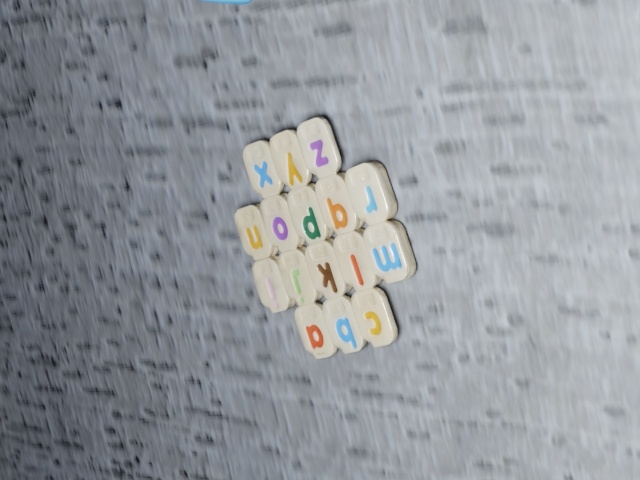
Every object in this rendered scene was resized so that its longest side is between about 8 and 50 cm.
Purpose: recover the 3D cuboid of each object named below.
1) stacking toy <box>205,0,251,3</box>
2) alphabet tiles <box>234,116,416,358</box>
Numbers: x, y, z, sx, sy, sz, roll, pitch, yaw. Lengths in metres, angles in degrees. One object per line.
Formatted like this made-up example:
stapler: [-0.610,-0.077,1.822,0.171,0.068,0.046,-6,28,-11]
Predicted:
stacking toy: [-0.056,-0.392,1.530,0.302,0.165,0.175,-25,76,36]
alphabet tiles: [0.000,0.000,1.701,0.284,0.021,0.278,-17,91,50]
